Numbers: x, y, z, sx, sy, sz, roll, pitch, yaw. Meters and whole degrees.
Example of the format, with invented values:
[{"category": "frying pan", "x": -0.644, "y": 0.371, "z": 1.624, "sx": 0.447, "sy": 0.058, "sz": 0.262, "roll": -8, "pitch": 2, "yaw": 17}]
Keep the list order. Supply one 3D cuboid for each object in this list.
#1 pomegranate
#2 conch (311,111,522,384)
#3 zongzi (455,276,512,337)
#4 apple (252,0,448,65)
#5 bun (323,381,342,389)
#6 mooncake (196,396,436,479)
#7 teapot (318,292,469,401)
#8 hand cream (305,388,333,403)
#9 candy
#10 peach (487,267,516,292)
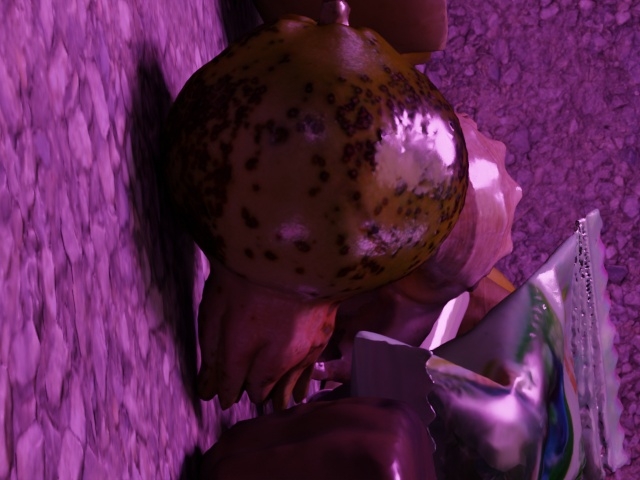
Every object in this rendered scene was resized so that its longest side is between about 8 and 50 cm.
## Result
[{"category": "pomegranate", "x": -0.028, "y": -0.026, "z": 1.170, "sx": 0.204, "sy": 0.276, "sz": 0.222, "roll": 47, "pitch": 21, "yaw": 13}, {"category": "conch", "x": 0.018, "y": -0.005, "z": 1.443, "sx": 0.186, "sy": 0.324, "sz": 0.263, "roll": 36, "pitch": -69, "yaw": 48}, {"category": "zongzi", "x": 0.125, "y": -0.002, "z": 2.057, "sx": 0.145, "sy": 0.300, "sz": 0.274, "roll": 14, "pitch": 67, "yaw": -53}, {"category": "apple", "x": 0.044, "y": -0.346, "z": 1.617, "sx": 0.311, "sy": 0.320, "sz": 0.360, "roll": -13, "pitch": 92, "yaw": -46}, {"category": "bun", "x": 0.074, "y": 0.249, "z": 2.063, "sx": 0.222, "sy": 0.127, "sz": 0.222, "roll": -6, "pitch": 90, "yaw": -82}, {"category": "mooncake", "x": 0.002, "y": 0.251, "z": 1.145, "sx": 0.290, "sy": 0.161, "sz": 0.290, "roll": -6, "pitch": 90, "yaw": -82}, {"category": "teapot", "x": 0.066, "y": 0.186, "z": 1.652, "sx": 0.149, "sy": 0.220, "sz": 0.318, "roll": 46, "pitch": 25, "yaw": -9}, {"category": "hand cream", "x": 0.009, "y": 0.212, "z": 1.864, "sx": 0.186, "sy": 0.054, "sz": 0.087, "roll": 87, "pitch": -6, "yaw": -68}, {"category": "candy", "x": 0.158, "y": 0.146, "z": 1.437, "sx": 0.398, "sy": 0.172, "sz": 0.263, "roll": -22, "pitch": 119, "yaw": -45}, {"category": "peach", "x": 0.169, "y": 0.168, "z": 2.360, "sx": 0.314, "sy": 0.281, "sz": 0.316, "roll": 68, "pitch": 7, "yaw": -50}]
